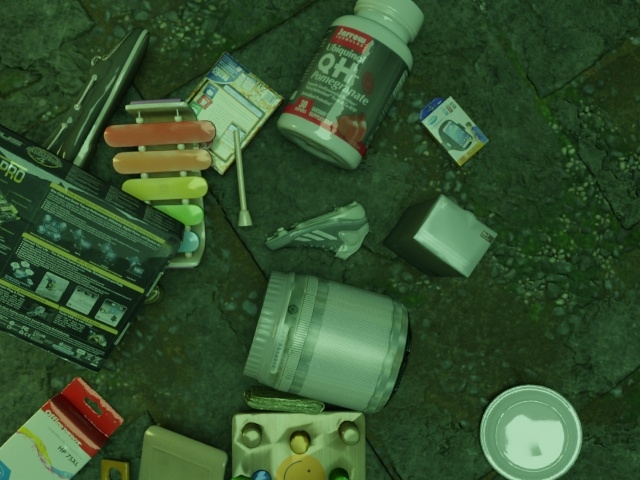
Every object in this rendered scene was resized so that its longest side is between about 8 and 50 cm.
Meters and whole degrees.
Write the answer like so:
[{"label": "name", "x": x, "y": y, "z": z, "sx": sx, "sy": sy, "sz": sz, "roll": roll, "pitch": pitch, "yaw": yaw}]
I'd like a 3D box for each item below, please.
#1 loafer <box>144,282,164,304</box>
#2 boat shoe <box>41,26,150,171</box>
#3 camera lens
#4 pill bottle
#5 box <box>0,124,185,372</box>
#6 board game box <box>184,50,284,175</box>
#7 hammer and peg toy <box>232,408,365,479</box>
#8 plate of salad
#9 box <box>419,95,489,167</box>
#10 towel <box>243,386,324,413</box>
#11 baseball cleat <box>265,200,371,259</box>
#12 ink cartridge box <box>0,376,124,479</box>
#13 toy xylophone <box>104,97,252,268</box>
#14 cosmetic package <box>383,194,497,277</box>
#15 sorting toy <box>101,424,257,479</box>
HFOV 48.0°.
[{"label": "loafer", "x": -0.375, "y": 0.090, "z": 1.375, "sx": 0.148, "sy": 0.050, "sz": 0.056, "roll": 14, "pitch": 88, "yaw": -4}, {"label": "boat shoe", "x": -0.432, "y": -0.264, "z": 1.347, "sx": 0.096, "sy": 0.112, "sz": 0.335, "roll": 27, "pitch": 90, "yaw": -8}, {"label": "camera lens", "x": 0.016, "y": 0.185, "z": 1.322, "sx": 0.275, "sy": 0.219, "sz": 0.219, "roll": 16, "pitch": 88, "yaw": -5}, {"label": "pill bottle", "x": 0.065, "y": -0.309, "z": 1.358, "sx": 0.176, "sy": 0.176, "sz": 0.318, "roll": 29, "pitch": 87, "yaw": -4}, {"label": "box", "x": -0.486, "y": 0.018, "z": 1.245, "sx": 0.395, "sy": 0.097, "sz": 0.318, "roll": 29, "pitch": 109, "yaw": -19}, {"label": "board game box", "x": -0.187, "y": -0.245, "z": 1.400, "sx": 0.147, "sy": 0.045, "sz": 0.193, "roll": 39, "pitch": 86, "yaw": -3}, {"label": "hammer and peg toy", "x": -0.047, "y": 0.503, "z": 1.357, "sx": 0.266, "sy": 0.127, "sz": 0.360, "roll": 1, "pitch": 89, "yaw": -5}, {"label": "plate of salad", "x": 0.419, "y": 0.387, "z": 1.440, "sx": 0.200, "sy": 0.048, "sz": 0.199, "roll": 0, "pitch": 89, "yaw": 6}, {"label": "box", "x": 0.264, "y": -0.224, "z": 1.447, "sx": 0.081, "sy": 0.028, "sz": 0.136, "roll": -42, "pitch": 94, "yaw": -4}, {"label": "towel", "x": -0.071, "y": 0.304, "z": 1.370, "sx": 0.148, "sy": 0.110, "sz": 0.027, "roll": 4, "pitch": 91, "yaw": -8}, {"label": "baseball cleat", "x": 0.000, "y": 0.000, "z": 1.400, "sx": 0.206, "sy": 0.072, "sz": 0.109, "roll": -22, "pitch": 97, "yaw": -1}, {"label": "ink cartridge box", "x": -0.500, "y": 0.384, "z": 1.345, "sx": 0.134, "sy": 0.078, "sz": 0.231, "roll": 45, "pitch": 85, "yaw": -3}, {"label": "toy xylophone", "x": -0.258, "y": -0.109, "z": 1.343, "sx": 0.237, "sy": 0.081, "sz": 0.322, "roll": -10, "pitch": 99, "yaw": 5}, {"label": "cosmetic package", "x": 0.215, "y": -0.003, "z": 1.333, "sx": 0.127, "sy": 0.238, "sz": 0.107, "roll": 35, "pitch": 86, "yaw": -3}, {"label": "sorting toy", "x": -0.257, "y": 0.457, "z": 1.330, "sx": 0.348, "sy": 0.047, "sz": 0.195, "roll": 13, "pitch": 94, "yaw": 24}]
